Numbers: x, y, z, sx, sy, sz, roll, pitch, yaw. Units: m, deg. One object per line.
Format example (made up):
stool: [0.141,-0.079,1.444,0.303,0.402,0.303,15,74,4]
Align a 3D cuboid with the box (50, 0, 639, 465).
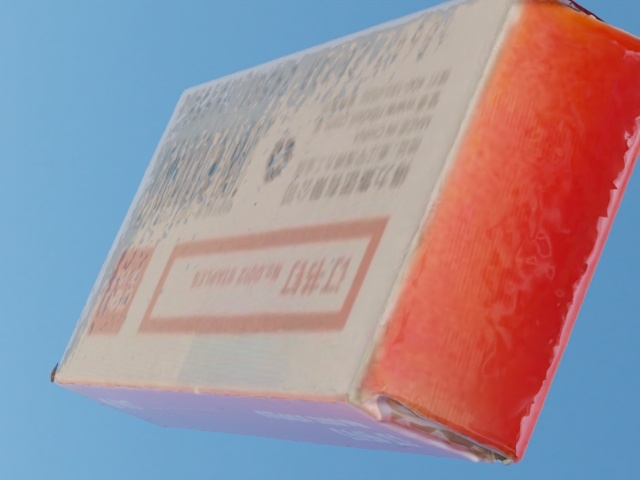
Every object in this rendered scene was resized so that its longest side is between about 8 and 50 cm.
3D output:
box: [0.000,0.000,0.486,0.229,0.050,0.123,-8,-123,61]
